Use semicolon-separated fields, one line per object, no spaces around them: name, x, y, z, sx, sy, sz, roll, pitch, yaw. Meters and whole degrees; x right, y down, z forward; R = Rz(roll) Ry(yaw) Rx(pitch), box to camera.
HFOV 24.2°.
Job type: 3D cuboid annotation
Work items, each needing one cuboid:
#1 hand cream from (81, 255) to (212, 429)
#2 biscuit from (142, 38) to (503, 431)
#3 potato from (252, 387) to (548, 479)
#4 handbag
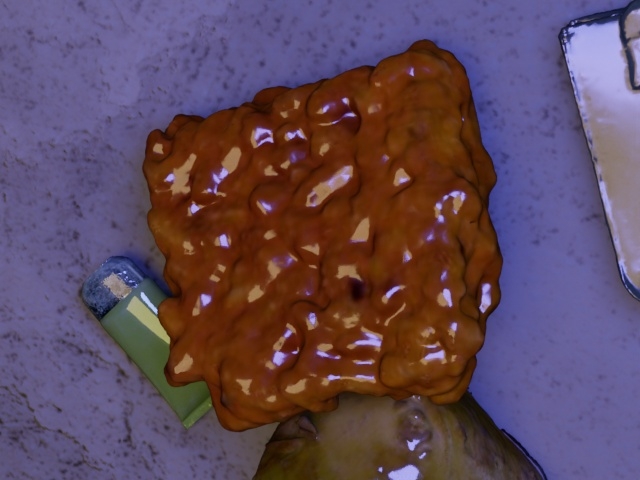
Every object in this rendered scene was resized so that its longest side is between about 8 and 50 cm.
hand cream;-0.158;0.093;1.448;0.175;0.046;0.095;46;113;-2
biscuit;0.000;0.000;1.277;0.312;0.110;0.318;-14;71;23
potato;0.069;0.258;1.324;0.246;0.196;0.299;-41;88;25
handbag;0.338;-0.090;1.202;0.248;0.079;0.260;-12;97;22
